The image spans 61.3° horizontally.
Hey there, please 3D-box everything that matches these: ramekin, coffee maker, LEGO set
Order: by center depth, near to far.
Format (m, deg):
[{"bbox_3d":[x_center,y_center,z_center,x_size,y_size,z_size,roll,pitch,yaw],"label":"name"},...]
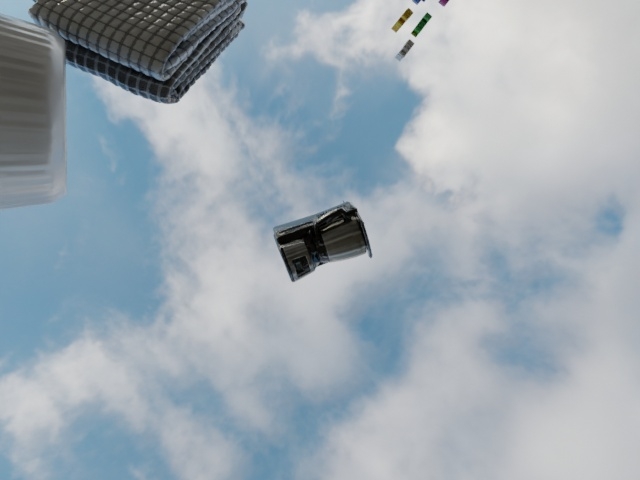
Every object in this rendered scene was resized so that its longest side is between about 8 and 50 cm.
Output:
[{"bbox_3d":[-0.410,-0.168,0.723,0.127,0.273,0.272,-1,-104,-24],"label":"ramekin"},{"bbox_3d":[0.000,0.000,1.119,0.178,0.171,0.120,-18,-81,-2],"label":"coffee maker"},{"bbox_3d":[0.256,-0.595,1.425,0.087,0.093,0.227,37,-77,-8],"label":"LEGO set"}]

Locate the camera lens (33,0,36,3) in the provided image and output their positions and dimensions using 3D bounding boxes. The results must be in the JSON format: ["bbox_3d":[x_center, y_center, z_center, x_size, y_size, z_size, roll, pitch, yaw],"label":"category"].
[{"bbox_3d":[-0.431,-0.549,1.044,0.219,0.219,0.274,27,-91,1],"label":"camera lens"}]

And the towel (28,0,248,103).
[{"bbox_3d":[-0.270,-0.359,0.865,0.235,0.121,0.283,24,-123,8],"label":"towel"}]
